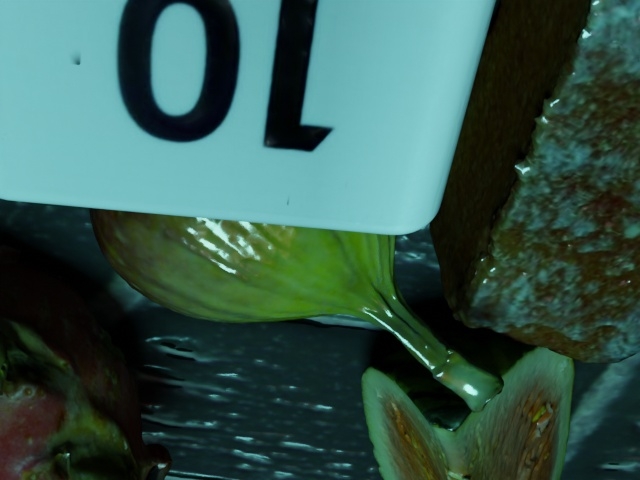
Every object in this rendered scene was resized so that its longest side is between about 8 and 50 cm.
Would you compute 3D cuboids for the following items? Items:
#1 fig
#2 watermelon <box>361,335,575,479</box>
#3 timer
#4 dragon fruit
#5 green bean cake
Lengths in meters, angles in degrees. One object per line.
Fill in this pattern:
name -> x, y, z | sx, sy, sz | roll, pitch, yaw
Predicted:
fig -> -0.002, -0.013, 0.617 | 0.231, 0.143, 0.160 | 20, 133, -6
watermelon -> 0.083, 0.145, 0.793 | 0.128, 0.159, 0.303 | 17, 141, 24
timer -> -0.035, -0.139, 0.468 | 0.193, 0.194, 0.195 | 5, 132, -6
dragon fruit -> -0.227, 0.152, 0.678 | 0.250, 0.291, 0.269 | -9, 132, 15
green bean cake -> 0.144, -0.047, 0.626 | 0.199, 0.097, 0.232 | 18, 131, -19
